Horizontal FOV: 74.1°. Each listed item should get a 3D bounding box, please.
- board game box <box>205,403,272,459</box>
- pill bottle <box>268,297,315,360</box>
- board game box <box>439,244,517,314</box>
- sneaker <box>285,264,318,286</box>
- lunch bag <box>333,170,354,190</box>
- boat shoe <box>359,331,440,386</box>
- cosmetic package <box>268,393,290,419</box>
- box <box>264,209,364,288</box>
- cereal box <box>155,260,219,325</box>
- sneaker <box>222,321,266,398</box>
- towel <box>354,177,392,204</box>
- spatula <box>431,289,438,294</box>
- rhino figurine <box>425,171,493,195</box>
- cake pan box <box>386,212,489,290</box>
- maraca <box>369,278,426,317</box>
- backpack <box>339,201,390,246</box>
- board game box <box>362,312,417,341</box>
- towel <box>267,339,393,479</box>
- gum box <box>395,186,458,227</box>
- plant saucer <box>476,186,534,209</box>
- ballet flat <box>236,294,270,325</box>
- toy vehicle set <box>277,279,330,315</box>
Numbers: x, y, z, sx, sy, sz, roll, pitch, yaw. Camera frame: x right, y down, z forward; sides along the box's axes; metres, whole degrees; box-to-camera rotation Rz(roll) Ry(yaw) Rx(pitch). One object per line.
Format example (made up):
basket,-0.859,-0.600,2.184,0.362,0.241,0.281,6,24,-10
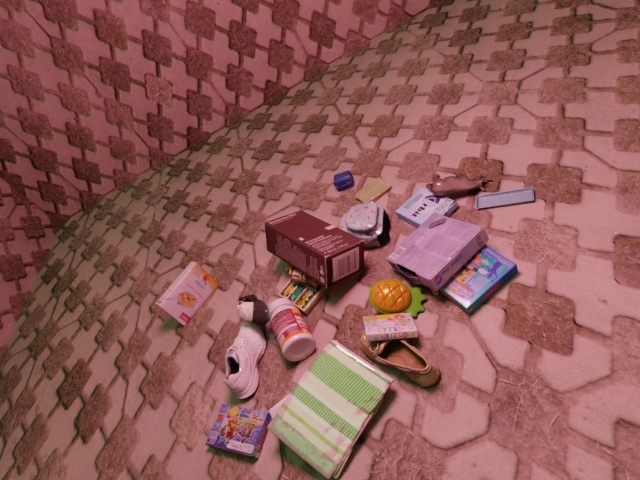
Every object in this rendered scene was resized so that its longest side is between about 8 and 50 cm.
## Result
board game box,-0.264,0.616,1.374,0.202,0.035,0.136,-4,48,32
pill bottle,-0.110,0.311,1.507,0.121,0.121,0.221,-35,40,-1
board game box,0.487,0.113,1.349,0.210,0.047,0.160,-39,45,-5
sneaker,-0.073,0.140,1.635,0.084,0.069,0.185,-38,34,-4
lunch bag,0.105,-0.276,1.990,0.099,0.067,0.065,-18,42,20
boat shoe,0.227,0.334,1.279,0.285,0.089,0.104,17,62,44
cosmetic package,-0.036,0.499,1.314,0.239,0.060,0.099,-37,40,-4
box,-0.029,0.019,1.619,0.191,0.143,0.382,-23,32,-34
cereal box,-0.580,0.234,1.863,0.048,0.173,0.240,14,60,41
sneaker,-0.275,0.406,1.519,0.111,0.129,0.296,-22,40,17
towel,0.233,-0.216,1.876,0.148,0.027,0.110,-37,41,-5
spatula,0.399,0.073,1.480,0.168,0.019,0.242,-31,40,2
rhino figurine,0.535,-0.216,1.621,0.244,0.073,0.106,-5,25,5
cake pan box,0.383,0.032,1.428,0.267,0.070,0.246,-42,25,-11
maraca,0.254,0.192,1.404,0.186,0.099,0.127,10,67,12
backpack,0.164,-0.056,1.675,0.189,0.144,0.165,-14,49,27
board game box,0.213,0.268,1.317,0.154,0.026,0.103,-5,21,1
towel,0.032,0.480,1.236,0.248,0.038,0.324,29,75,27
gum box,0.411,-0.119,1.646,0.157,0.041,0.184,-41,41,-10
plant saucer,0.662,-0.149,1.525,0.192,0.018,0.067,-8,46,29
ballet flat,-0.266,0.266,1.613,0.280,0.096,0.095,-177,91,-70
toy vehicle set,-0.028,0.152,1.671,0.166,0.035,0.266,23,65,42
